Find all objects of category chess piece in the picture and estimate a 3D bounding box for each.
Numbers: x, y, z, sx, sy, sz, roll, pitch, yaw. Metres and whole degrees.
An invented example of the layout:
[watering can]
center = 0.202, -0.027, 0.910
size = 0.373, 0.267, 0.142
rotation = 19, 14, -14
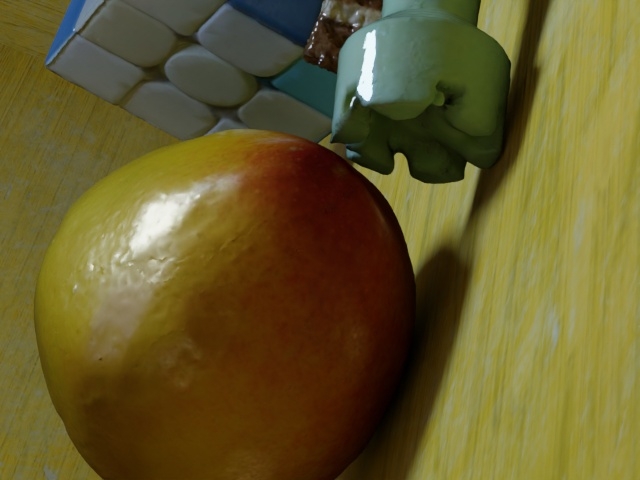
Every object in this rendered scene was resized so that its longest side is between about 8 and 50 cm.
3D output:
[chess piece]
center = 0.083, -0.199, 1.187
size = 0.194, 0.194, 0.299
rotation = 120, 159, -63

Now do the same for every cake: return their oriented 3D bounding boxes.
[cake]
center = 0.067, -0.217, 1.603
size = 0.134, 0.135, 0.147
rotation = -116, 51, -83

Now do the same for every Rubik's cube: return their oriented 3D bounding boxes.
[Rubik's cube]
center = -0.094, -0.334, 2.085
size = 0.347, 0.346, 0.344
rotation = -31, 36, 53

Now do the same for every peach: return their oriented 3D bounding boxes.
[peach]
center = -0.059, 0.060, 1.205
size = 0.308, 0.289, 0.289
rotation = -10, 52, 42
